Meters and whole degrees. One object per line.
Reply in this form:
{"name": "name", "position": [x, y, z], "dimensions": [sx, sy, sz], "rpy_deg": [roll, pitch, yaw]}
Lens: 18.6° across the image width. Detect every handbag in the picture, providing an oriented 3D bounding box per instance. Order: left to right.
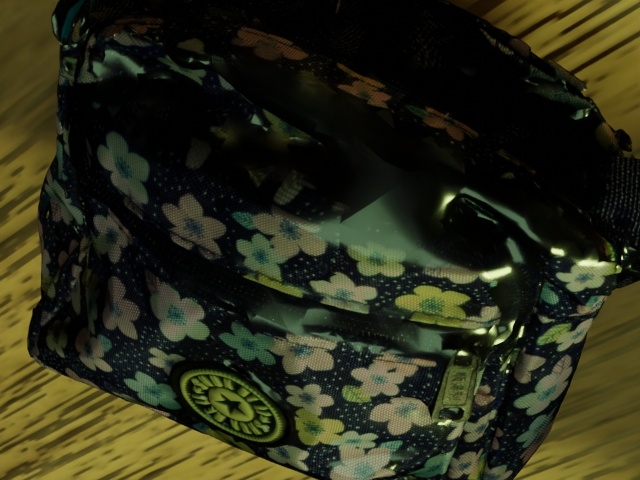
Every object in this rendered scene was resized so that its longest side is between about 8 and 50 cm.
{"name": "handbag", "position": [0.000, 0.000, 0.698], "dimensions": [0.229, 0.127, 0.208], "rpy_deg": [24, 146, 9]}
